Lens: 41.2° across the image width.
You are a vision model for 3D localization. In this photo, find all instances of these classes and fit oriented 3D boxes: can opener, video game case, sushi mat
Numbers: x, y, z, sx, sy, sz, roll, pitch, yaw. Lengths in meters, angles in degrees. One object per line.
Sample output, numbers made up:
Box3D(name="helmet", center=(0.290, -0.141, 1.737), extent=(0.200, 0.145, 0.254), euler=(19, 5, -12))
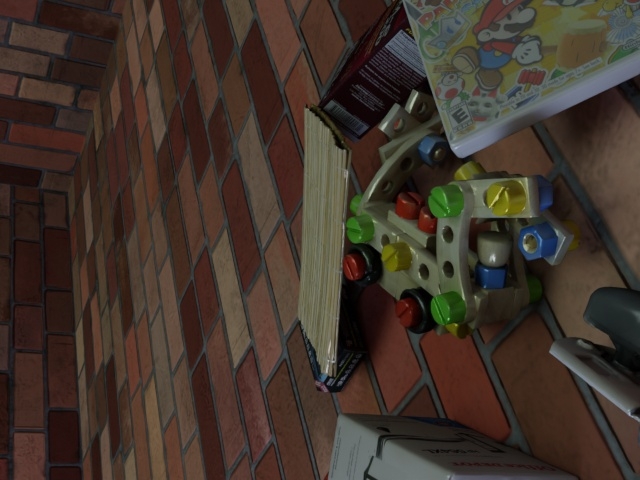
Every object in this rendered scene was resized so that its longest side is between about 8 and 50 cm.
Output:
Box3D(name="can opener", center=(0.276, 0.121, 0.610), extent=(0.283, 0.075, 0.095), euler=(42, 121, 58))
Box3D(name="video game case", center=(0.198, -0.205, 0.774), extent=(0.226, 0.026, 0.207), euler=(-25, 54, 20))
Box3D(name="sushi mat", center=(0.000, 0.000, 1.067), extent=(0.151, 0.019, 0.317), euler=(-121, 29, -58))

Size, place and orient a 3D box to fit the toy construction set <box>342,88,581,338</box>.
Box3D(name="toy construction set", center=(0.118, -0.027, 0.876), extent=(0.328, 0.151, 0.215), euler=(-120, 32, -57))

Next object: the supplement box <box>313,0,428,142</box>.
Box3D(name="supplement box", center=(0.095, -0.229, 1.010), extent=(0.239, 0.073, 0.130), euler=(-37, 22, 54))

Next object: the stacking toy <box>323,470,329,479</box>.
Box3D(name="stacking toy", center=(0.088, 0.327, 0.897), extent=(0.330, 0.141, 0.141), euler=(-145, 65, -68))

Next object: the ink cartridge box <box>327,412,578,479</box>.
Box3D(name="ink cartridge box", center=(0.119, 0.232, 0.812), extent=(0.203, 0.148, 0.086), euler=(7, 88, 63))

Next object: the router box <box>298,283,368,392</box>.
Box3D(name="router box", center=(0.015, 0.133, 1.166), extent=(0.092, 0.038, 0.123), euler=(-60, 34, 36))
